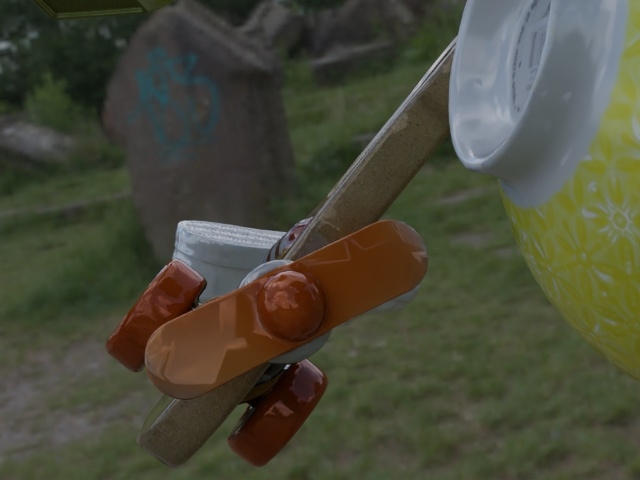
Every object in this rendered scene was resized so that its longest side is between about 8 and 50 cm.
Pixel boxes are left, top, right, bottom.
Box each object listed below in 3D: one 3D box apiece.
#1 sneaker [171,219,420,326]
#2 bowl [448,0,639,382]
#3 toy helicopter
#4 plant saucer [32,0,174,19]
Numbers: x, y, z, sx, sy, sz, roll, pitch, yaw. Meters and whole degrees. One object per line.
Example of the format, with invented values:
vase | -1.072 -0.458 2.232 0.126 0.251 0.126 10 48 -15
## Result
sneaker | -0.040 0.083 1.512 0.292 0.169 0.108 10 12 -35
bowl | 0.149 -0.071 0.661 0.156 0.289 0.289 10 -1 -15
toy helicopter | 0.000 0.000 0.950 0.355 0.140 0.235 -51 2 5
plant saucer | -0.273 -0.300 1.653 0.188 0.045 0.188 1 -22 25
